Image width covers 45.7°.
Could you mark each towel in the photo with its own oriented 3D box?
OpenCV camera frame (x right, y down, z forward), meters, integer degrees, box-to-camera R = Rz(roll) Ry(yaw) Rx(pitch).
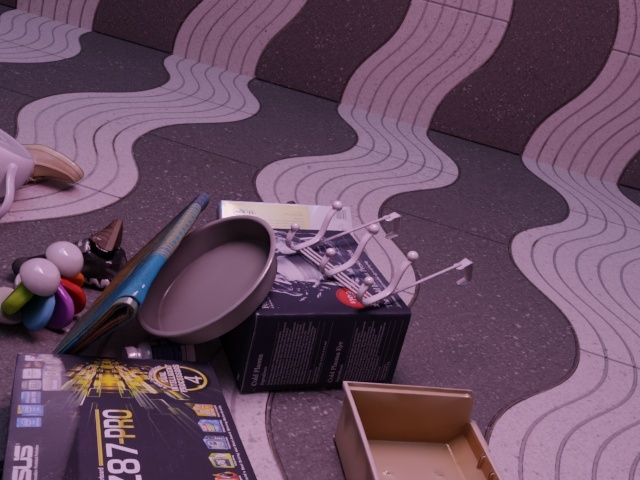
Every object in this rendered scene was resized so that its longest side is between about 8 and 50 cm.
[{"bbox_3d":[-0.339,0.075,1.369,0.040,0.271,0.370,45,30,-13],"label":"towel"}]

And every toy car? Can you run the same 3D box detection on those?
[{"bbox_3d":[-0.510,0.101,1.421,0.136,0.159,0.182,50,25,-8],"label":"toy car"}]

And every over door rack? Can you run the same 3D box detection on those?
[{"bbox_3d":[0.126,0.011,1.520,0.324,0.108,0.239,-8,34,-41],"label":"over door rack"}]

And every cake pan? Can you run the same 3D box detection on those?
[{"bbox_3d":[-0.200,0.073,1.383,0.293,0.054,0.293,-21,37,16],"label":"cake pan"}]

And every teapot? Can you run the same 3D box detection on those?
[{"bbox_3d":[-0.810,-0.173,1.774,0.252,0.187,0.256,36,2,-17],"label":"teapot"}]

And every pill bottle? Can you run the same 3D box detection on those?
[{"bbox_3d":[-0.290,0.210,1.359,0.120,0.067,0.067,-1,29,-29],"label":"pill bottle"}]

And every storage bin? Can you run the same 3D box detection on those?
[{"bbox_3d":[0.173,0.361,1.215,0.260,0.123,0.262,6,26,-15],"label":"storage bin"}]

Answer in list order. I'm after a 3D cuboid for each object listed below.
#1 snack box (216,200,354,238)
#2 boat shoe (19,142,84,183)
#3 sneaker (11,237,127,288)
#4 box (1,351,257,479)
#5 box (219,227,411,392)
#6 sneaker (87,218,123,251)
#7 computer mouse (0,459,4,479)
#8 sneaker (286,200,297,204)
[{"bbox_3d":[-0.077,0.008,1.769,0.322,0.060,0.187,2,66,-19],"label":"snack box"},{"bbox_3d":[-0.752,-0.190,1.939,0.302,0.109,0.098,17,65,7],"label":"boat shoe"},{"bbox_3d":[-0.507,0.039,1.561,0.234,0.106,0.078,6,25,-16],"label":"sneaker"},{"bbox_3d":[-0.281,0.291,1.088,0.318,0.097,0.395,5,17,-19],"label":"box"},{"bbox_3d":[-0.041,0.127,1.529,0.312,0.179,0.343,1,28,-23],"label":"box"},{"bbox_3d":[-0.488,-0.001,1.700,0.071,0.066,0.188,9,25,-7],"label":"sneaker"},{"bbox_3d":[-0.352,0.376,1.011,0.262,0.060,0.184,14,13,2],"label":"computer mouse"},{"bbox_3d":[0.000,0.000,1.881,0.271,0.108,0.100,32,29,13],"label":"sneaker"}]
